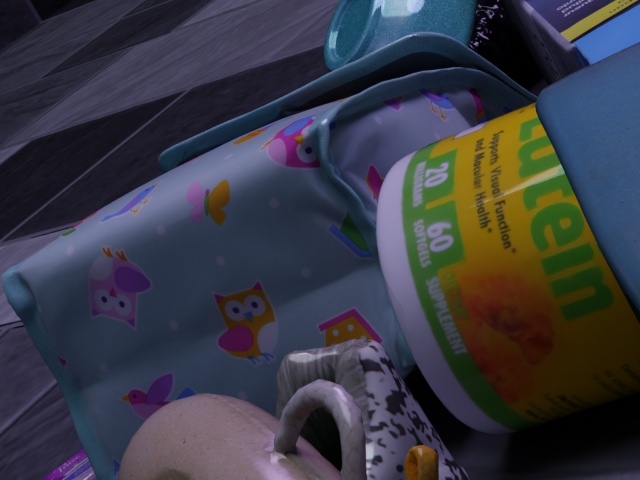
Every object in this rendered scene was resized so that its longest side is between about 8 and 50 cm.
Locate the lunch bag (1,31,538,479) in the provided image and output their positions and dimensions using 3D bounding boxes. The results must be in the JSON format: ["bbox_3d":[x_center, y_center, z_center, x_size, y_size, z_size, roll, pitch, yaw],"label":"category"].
[{"bbox_3d":[0.000,0.000,1.054,0.223,0.160,0.262,-24,5,32],"label":"lunch bag"}]

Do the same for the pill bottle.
[{"bbox_3d":[0.160,-0.014,0.849,0.245,0.136,0.136,-21,18,25],"label":"pill bottle"}]

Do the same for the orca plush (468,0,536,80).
[{"bbox_3d":[0.160,-0.204,1.419,0.102,0.151,0.287,-10,27,38],"label":"orca plush"}]

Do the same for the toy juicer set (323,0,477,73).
[{"bbox_3d":[0.072,-0.130,1.246,0.209,0.089,0.329,-23,51,58],"label":"toy juicer set"}]

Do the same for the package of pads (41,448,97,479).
[{"bbox_3d":[-0.127,0.136,1.069,0.083,0.032,0.050,-37,19,-26],"label":"package of pads"}]

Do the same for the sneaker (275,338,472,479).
[{"bbox_3d":[-0.085,0.170,0.603,0.410,0.182,0.158,-36,17,-35],"label":"sneaker"}]

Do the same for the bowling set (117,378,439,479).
[{"bbox_3d":[0.054,0.171,0.419,0.200,0.287,0.154,1,8,-29],"label":"bowling set"}]

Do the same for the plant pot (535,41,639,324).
[{"bbox_3d":[0.192,0.027,0.650,0.165,0.165,0.234,-26,24,11],"label":"plant pot"}]

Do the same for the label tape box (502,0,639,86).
[{"bbox_3d":[0.254,-0.146,1.146,0.249,0.115,0.348,-29,18,4],"label":"label tape box"}]
